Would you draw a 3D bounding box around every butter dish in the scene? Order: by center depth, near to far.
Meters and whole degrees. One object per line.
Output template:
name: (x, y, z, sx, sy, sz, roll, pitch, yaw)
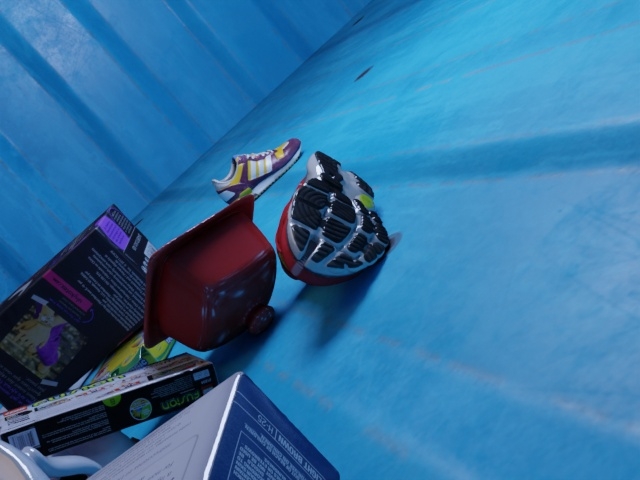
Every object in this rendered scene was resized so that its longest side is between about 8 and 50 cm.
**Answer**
butter dish: (-0.101, 0.057, 0.967, 0.160, 0.118, 0.160, -37, -28, -39)

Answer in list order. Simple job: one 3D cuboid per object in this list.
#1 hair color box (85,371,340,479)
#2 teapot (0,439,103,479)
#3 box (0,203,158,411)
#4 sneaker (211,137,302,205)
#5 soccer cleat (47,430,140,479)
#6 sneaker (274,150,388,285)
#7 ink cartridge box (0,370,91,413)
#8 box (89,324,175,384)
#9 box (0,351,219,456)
hair color box: (-0.095, 0.226, 0.432, 0.174, 0.105, 0.347, -37, 14, 18)
teapot: (-0.292, 0.275, 0.664, 0.256, 0.187, 0.252, -5, 39, -7)
box: (-0.351, 0.099, 1.262, 0.270, 0.143, 0.165, -40, 14, 6)
sneaker: (-0.116, -0.141, 1.659, 0.185, 0.084, 0.069, -46, 14, -16)
soccer cleat: (-0.265, 0.241, 0.939, 0.196, 0.068, 0.076, -26, 24, 40)
sneaker: (0.000, 0.000, 0.951, 0.118, 0.107, 0.279, -57, 6, 18)
ink cartridge box: (-0.450, 0.244, 1.465, 0.206, 0.045, 0.208, -33, 15, 32)
box: (-0.243, 0.148, 1.207, 0.105, 0.043, 0.179, -36, 12, 20)
box: (-0.213, 0.165, 0.899, 0.207, 0.036, 0.114, -17, 5, -20)
